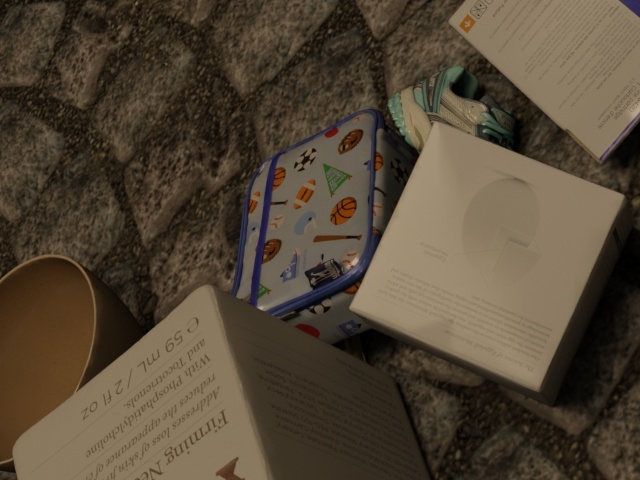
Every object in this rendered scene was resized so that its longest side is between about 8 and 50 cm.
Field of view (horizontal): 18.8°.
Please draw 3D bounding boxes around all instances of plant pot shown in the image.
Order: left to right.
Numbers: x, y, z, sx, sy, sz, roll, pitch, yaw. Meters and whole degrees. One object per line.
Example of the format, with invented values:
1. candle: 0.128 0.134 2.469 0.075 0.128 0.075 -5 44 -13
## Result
1. plant pot: -0.321 0.183 2.509 0.284 0.191 0.284 -23 53 35

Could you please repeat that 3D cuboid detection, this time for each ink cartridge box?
1. ink cartridge box: 0.338 -0.275 2.209 0.303 0.072 0.307 -49 53 10

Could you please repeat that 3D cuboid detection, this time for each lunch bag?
1. lunch bag: 0.000 0.000 2.322 0.243 0.115 0.303 -23 39 30

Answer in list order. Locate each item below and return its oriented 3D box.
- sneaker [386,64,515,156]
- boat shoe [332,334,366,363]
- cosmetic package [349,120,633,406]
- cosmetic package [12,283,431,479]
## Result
1. sneaker: 0.176 -0.106 2.252 0.122 0.110 0.283 -37 48 10
2. boat shoe: 0.028 0.125 2.315 0.056 0.048 0.153 -45 37 23
3. cosmetic package: 0.185 0.028 2.071 0.224 0.138 0.225 24 83 17
4. cosmetic package: -0.079 0.329 2.081 0.329 0.327 0.394 -40 46 21
